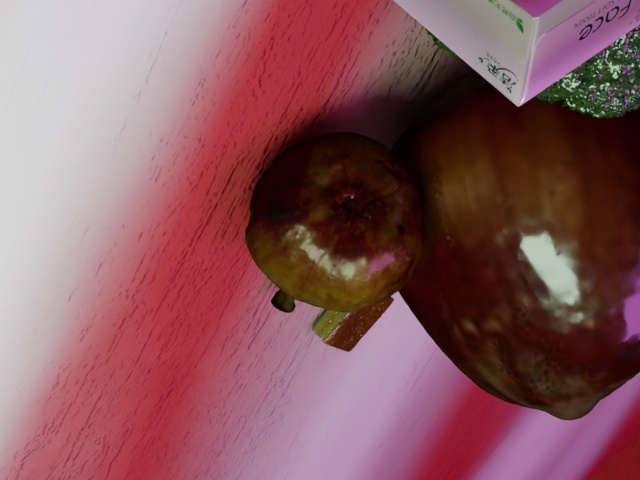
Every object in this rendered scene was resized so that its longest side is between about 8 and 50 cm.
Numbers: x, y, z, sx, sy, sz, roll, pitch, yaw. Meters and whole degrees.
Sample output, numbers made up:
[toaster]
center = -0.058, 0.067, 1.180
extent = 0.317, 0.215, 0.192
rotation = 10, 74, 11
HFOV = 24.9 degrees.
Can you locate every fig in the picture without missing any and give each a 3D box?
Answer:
[fig]
center = -0.017, 0.016, 1.523
extent = 0.190, 0.191, 0.290
rotation = -15, 159, -46

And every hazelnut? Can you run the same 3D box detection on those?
[hazelnut]
center = 0.245, -0.009, 1.603
extent = 0.352, 0.421, 0.421
rotation = 9, 127, -21

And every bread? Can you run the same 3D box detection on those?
[bread]
center = 0.041, 0.094, 1.842
extent = 0.094, 0.035, 0.090
rotation = -50, 154, 7

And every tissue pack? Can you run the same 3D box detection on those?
[tissue pack]
center = 0.106, -0.223, 1.006
extent = 0.148, 0.246, 0.092
rotation = -33, 152, -22

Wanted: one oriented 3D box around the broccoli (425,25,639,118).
[broccoli]
center = 0.254, -0.287, 1.396
extent = 0.283, 0.321, 0.304
rotation = -70, 169, -62
